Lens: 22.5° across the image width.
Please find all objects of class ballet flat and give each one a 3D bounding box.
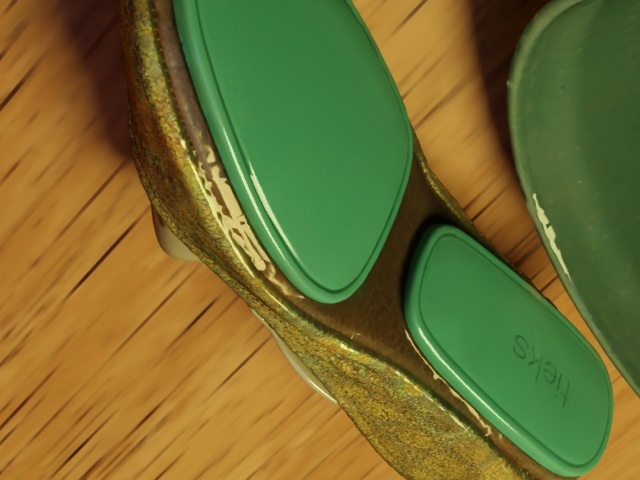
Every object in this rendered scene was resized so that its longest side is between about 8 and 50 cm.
[{"bbox_3d":[0.000,0.000,0.665,0.123,0.123,0.348,-31,128,15],"label":"ballet flat"}]

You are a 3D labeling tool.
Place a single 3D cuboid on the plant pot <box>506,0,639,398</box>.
[{"bbox_3d":[0.241,-0.020,0.604,0.196,0.293,0.293,-36,134,-17],"label":"plant pot"}]
